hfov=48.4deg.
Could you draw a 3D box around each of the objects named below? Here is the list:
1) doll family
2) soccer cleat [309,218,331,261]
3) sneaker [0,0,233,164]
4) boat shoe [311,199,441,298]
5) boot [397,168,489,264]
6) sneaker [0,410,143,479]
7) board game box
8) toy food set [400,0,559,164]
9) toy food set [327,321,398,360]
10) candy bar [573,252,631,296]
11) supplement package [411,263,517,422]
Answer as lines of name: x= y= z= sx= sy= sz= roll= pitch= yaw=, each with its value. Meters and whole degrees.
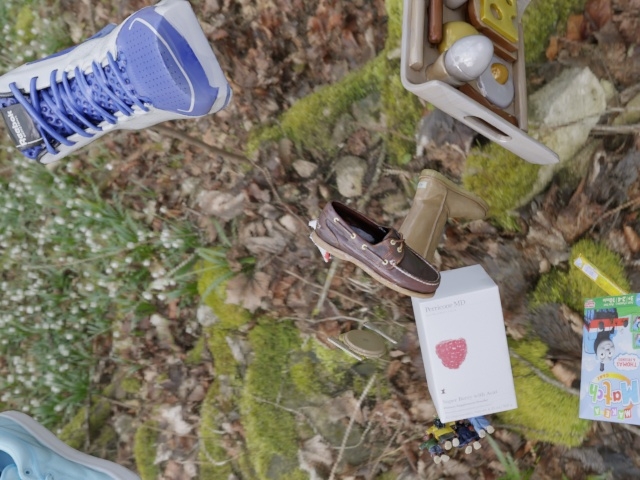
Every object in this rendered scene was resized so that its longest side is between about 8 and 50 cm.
doll family: x=0.325 y=0.452 z=1.709 sx=0.193 sy=0.111 sz=0.076 roll=-14 pitch=113 yaw=-7
soccer cleat: x=0.000 y=0.000 z=1.260 sx=0.036 sy=0.029 sz=0.083 roll=-6 pitch=116 yaw=7
sneaker: x=-0.236 y=-0.150 z=0.757 sx=0.182 sy=0.127 sz=0.315 roll=-38 pitch=27 yaw=-24
boat shoe: x=0.088 y=0.012 z=1.046 sx=0.207 sy=0.073 sz=0.073 roll=27 pitch=121 yaw=2
boot: x=0.291 y=-0.013 z=1.797 sx=0.089 sy=0.236 sz=0.269 roll=-3 pitch=63 yaw=64
sneaker: x=-0.414 y=0.392 z=1.082 sx=0.366 sy=0.150 sz=0.135 roll=21 pitch=100 yaw=16
board game box: x=0.505 y=0.198 z=1.190 sx=0.039 sy=0.160 sz=0.211 roll=11 pitch=78 yaw=-19
toy food set: x=0.214 y=-0.264 z=0.895 sx=0.092 sy=0.220 sz=0.306 roll=-26 pitch=50 yaw=48
toy food set: x=0.114 y=0.283 z=1.924 sx=0.132 sy=0.192 sz=0.038 roll=30 pitch=116 yaw=32
candy bar: x=0.591 y=0.085 z=1.474 sx=0.018 sy=0.040 sz=0.161 roll=-30 pitch=59 yaw=-25
supplement package: x=0.317 y=0.228 z=1.608 sx=0.178 sy=0.175 sz=0.293 roll=-12 pitch=104 yaw=2
